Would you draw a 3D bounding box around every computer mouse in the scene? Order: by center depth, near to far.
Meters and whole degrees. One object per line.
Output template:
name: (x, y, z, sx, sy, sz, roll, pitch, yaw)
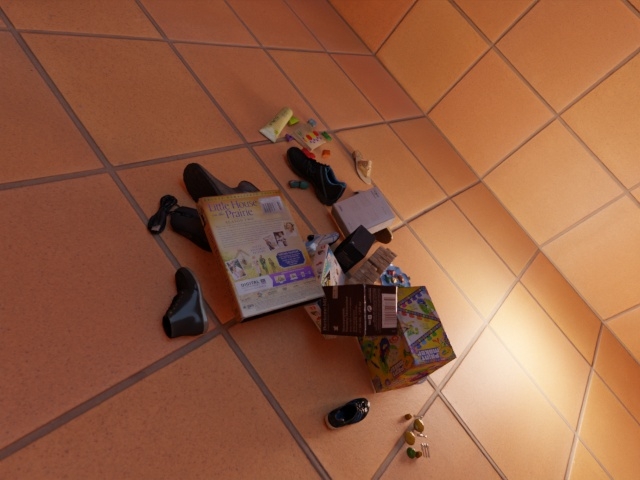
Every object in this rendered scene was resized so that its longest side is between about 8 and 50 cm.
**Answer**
computer mouse: (-0.430, -0.053, 1.549, 0.272, 0.072, 0.188, 29, 40, -19)

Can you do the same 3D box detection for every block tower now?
block tower: (0.208, 0.138, 1.924, 0.091, 0.097, 0.335, 40, 38, 9)

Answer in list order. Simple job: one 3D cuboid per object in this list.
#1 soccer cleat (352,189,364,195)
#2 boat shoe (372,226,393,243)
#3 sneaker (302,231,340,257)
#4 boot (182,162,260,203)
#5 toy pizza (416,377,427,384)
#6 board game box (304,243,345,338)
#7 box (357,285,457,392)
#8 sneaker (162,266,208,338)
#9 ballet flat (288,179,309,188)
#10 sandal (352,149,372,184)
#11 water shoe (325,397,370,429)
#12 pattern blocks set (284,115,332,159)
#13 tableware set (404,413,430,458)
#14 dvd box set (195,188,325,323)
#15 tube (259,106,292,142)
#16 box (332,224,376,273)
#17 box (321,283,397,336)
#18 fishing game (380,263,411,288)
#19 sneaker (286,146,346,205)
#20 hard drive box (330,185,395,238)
soccer cleat: (0.226, -0.172, 2.261, 0.076, 0.068, 0.196, -4, 52, -38)
boat shoe: (0.246, -0.105, 2.183, 0.285, 0.104, 0.089, 47, 36, 5)
sneaker: (0.000, 0.000, 1.882, 0.237, 0.085, 0.086, -26, 81, -52)
boot: (-0.347, -0.179, 1.725, 0.338, 0.118, 0.222, 50, 34, -12)
toy pizza: (0.352, 0.479, 1.815, 0.202, 0.032, 0.201, 22, 46, -25)
board game box: (0.022, 0.185, 1.691, 0.305, 0.053, 0.192, -78, 147, -47)
box: (0.287, 0.357, 1.633, 0.177, 0.290, 0.278, -2, 57, -27)
sneaker: (-0.417, 0.178, 1.346, 0.118, 0.083, 0.221, -3, 59, -43)
ballet flat: (-0.101, -0.259, 2.061, 0.115, 0.041, 0.041, -1, 58, -44)
sandal: (0.241, -0.421, 2.480, 0.088, 0.079, 0.239, 11, 50, -36)
water shoe: (0.108, 0.561, 1.481, 0.203, 0.080, 0.072, -8, 62, -45)
pattern blocks set: (-0.062, -0.530, 2.345, 0.285, 0.026, 0.325, 50, 39, 6)
tableware set: (0.332, 0.694, 1.615, 0.104, 0.024, 0.154, 18, 47, -26)
dvd box set: (-0.195, 0.034, 1.482, 0.308, 0.062, 0.419, -12, 69, -36)
tube: (-0.209, -0.569, 2.222, 0.070, 0.062, 0.240, 10, 46, 22)
box: (0.132, 0.040, 1.906, 0.093, 0.158, 0.156, 43, 39, -4)
box: (0.129, 0.234, 1.519, 0.167, 0.203, 0.168, 8, 78, -42)
fishing game: (0.352, 0.184, 2.074, 0.189, 0.041, 0.264, -18, 69, -46)
sneaker: (-0.015, -0.325, 2.115, 0.341, 0.139, 0.125, 47, 40, 4)
hard drive box: (0.192, -0.118, 2.067, 0.232, 0.089, 0.181, -23, 70, -14)
